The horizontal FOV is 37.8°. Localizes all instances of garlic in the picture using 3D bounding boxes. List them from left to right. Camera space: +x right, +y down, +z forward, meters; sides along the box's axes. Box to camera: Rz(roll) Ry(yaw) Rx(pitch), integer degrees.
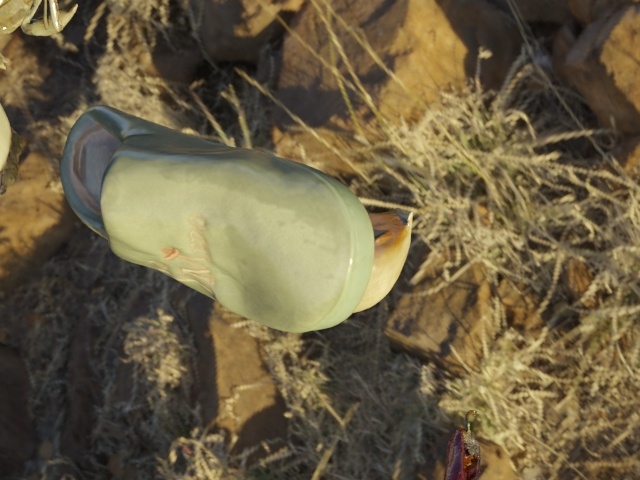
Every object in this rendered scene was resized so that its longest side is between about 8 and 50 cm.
[{"bbox_3d":[-0.011,0.006,0.950,0.198,0.090,0.128,7,55,10],"label":"garlic"}]

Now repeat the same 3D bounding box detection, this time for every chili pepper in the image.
[{"bbox_3d":[0.220,0.371,1.468,0.050,0.059,0.268,-20,35,32],"label":"chili pepper"}]

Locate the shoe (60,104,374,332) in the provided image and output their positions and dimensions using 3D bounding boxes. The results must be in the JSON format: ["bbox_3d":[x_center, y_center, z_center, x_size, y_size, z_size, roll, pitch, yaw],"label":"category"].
[{"bbox_3d":[-0.069,-0.011,0.430,0.195,0.078,0.079,26,114,36],"label":"shoe"}]

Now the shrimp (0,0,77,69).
[{"bbox_3d":[-0.133,-0.119,0.403,0.056,0.065,0.165,-132,60,-70],"label":"shrimp"}]

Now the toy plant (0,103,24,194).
[{"bbox_3d":[-0.332,-0.152,0.541,0.247,0.332,0.247,-5,38,4],"label":"toy plant"}]
